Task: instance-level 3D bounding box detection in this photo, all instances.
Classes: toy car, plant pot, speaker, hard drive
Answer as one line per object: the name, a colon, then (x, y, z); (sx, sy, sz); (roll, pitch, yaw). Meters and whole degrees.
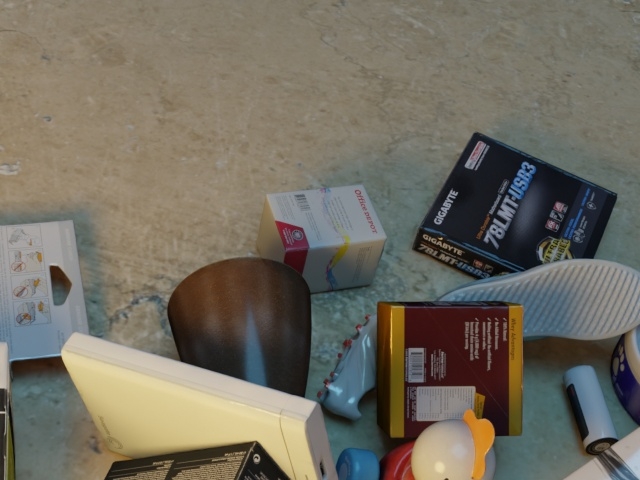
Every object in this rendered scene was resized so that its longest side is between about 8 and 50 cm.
toy car: (0.166, 0.330, 1.482); (0.219, 0.238, 0.210); (12, 46, -19)
plant pot: (-0.101, 0.178, 1.584); (0.215, 0.215, 0.230); (-1, 45, -14)
speaker: (0.424, 0.265, 1.750); (0.055, 0.055, 0.136); (1, 50, -12)
hard drive: (-0.152, 0.245, 1.447); (0.353, 0.233, 0.047); (13, 50, 24)

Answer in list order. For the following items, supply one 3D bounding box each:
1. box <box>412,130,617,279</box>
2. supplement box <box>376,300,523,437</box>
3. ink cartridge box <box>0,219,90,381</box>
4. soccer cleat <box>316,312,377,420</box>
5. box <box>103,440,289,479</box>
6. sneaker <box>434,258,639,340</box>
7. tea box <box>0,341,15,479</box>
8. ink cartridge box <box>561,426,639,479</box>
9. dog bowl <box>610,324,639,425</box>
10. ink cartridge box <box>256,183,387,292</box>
box: (0.352, -0.035, 1.990); (0.293, 0.073, 0.295); (26, 48, 9)
supplement box: (0.188, 0.186, 1.643); (0.194, 0.129, 0.191); (0, 89, -6)
ink cartridge box: (-0.483, 0.090, 1.690); (0.239, 0.060, 0.275); (-4, 50, -17)
soccer cleat: (0.062, 0.196, 1.727); (0.076, 0.068, 0.196); (34, 50, -3)
box: (-0.184, 0.365, 1.389); (0.103, 0.261, 0.184); (55, 41, -25)
sneaker: (0.342, 0.099, 1.799); (0.366, 0.150, 0.135); (-4, 91, -5)
tea box: (-0.547, 0.316, 1.367); (0.329, 0.220, 0.323); (0, 49, -13)
ink cartridge box: (0.485, 0.406, 1.502); (0.395, 0.166, 0.285); (-30, 59, -15)
dog bowl: (0.613, 0.211, 1.809); (0.265, 0.104, 0.265); (7, 49, -8)
ink cartridge box: (0.000, 0.000, 1.835); (0.176, 0.127, 0.128); (-7, 51, -18)
